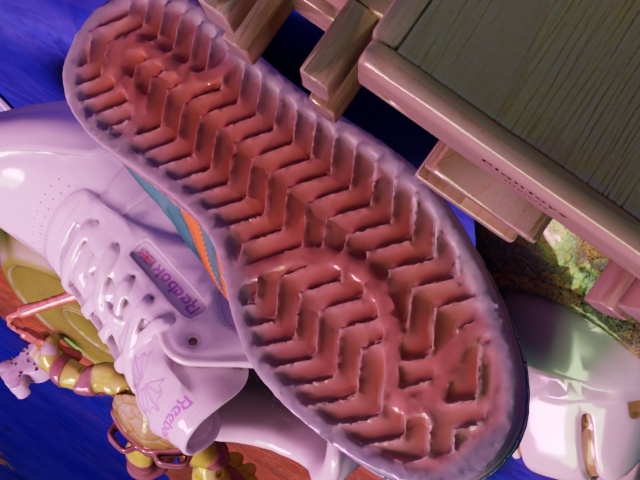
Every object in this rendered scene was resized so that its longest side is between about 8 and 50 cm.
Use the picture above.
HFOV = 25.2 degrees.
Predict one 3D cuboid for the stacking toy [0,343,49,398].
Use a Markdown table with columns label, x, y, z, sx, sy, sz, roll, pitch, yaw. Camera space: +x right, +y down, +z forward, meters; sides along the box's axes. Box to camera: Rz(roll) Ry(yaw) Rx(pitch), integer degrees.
| label | x | y | z | sx | sy | sz | roll | pitch | yaw |
| --- | --- | --- | --- | --- | --- | --- | --- | --- | --- |
| stacking toy | -0.313 | 0.019 | 1.233 | 0.221 | 0.052 | 0.167 | 45 | 166 | 40 |

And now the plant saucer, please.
| label | x | y | z | sx | sy | sz | roll | pitch | yaw |
| --- | --- | --- | --- | --- | --- | --- | --- | --- | --- |
| plant saucer | -0.176 | 0.064 | 1.184 | 0.241 | 0.037 | 0.241 | 30 | 158 | 13 |

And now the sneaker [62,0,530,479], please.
| label | x | y | z | sx | sy | sz | roll | pitch | yaw |
| --- | --- | --- | --- | --- | --- | --- | --- | --- | --- |
| sneaker | 0.000 | 0.000 | 0.662 | 0.302 | 0.108 | 0.121 | 50 | -176 | 32 |

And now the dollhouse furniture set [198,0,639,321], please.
| label | x | y | z | sx | sy | sz | roll | pitch | yaw |
| --- | --- | --- | --- | --- | --- | --- | --- | --- | --- |
| dollhouse furniture set | 0.096 | -0.077 | 0.431 | 0.212 | 0.161 | 0.242 | 35 | 180 | 1 |

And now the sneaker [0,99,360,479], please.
| label | x | y | z | sx | sy | sz | roll | pitch | yaw |
| --- | --- | --- | --- | --- | --- | --- | --- | --- | --- |
| sneaker | -0.082 | 0.025 | 0.801 | 0.305 | 0.152 | 0.114 | 29 | 134 | 7 |

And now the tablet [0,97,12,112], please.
| label | x | y | z | sx | sy | sz | roll | pitch | yaw |
| --- | --- | --- | --- | --- | --- | --- | --- | --- | --- |
| tablet | -0.234 | -0.089 | 0.992 | 0.083 | 0.006 | 0.054 | 7 | 145 | 48 |

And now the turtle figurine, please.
| label | x | y | z | sx | sy | sz | roll | pitch | yaw |
| --- | --- | --- | --- | --- | --- | --- | --- | --- | --- |
| turtle figurine | -0.103 | 0.138 | 1.092 | 0.270 | 0.087 | 0.217 | 9 | 148 | 11 |

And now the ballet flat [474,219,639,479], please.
| label | x | y | z | sx | sy | sz | roll | pitch | yaw |
| --- | --- | --- | --- | --- | --- | --- | --- | --- | --- |
| ballet flat | 0.140 | 0.083 | 0.664 | 0.123 | 0.123 | 0.348 | 17 | 152 | 38 |
